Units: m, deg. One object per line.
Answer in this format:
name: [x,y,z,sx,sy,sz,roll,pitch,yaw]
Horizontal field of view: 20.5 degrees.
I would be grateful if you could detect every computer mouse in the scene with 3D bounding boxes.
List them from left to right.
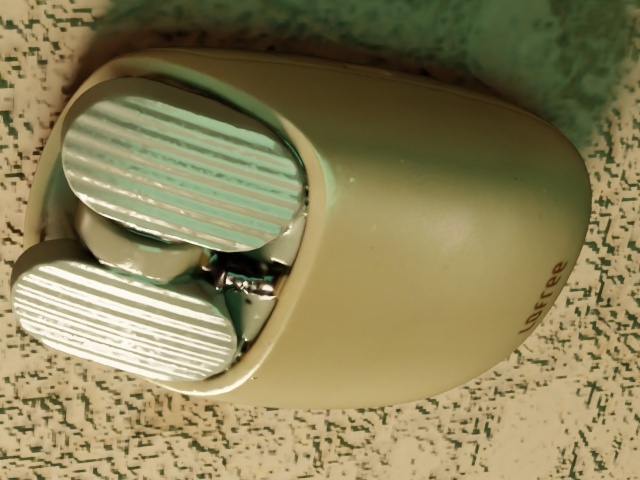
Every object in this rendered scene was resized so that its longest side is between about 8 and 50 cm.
computer mouse: [0.000,0.000,0.695,0.237,0.082,0.145,9,125,-28]
